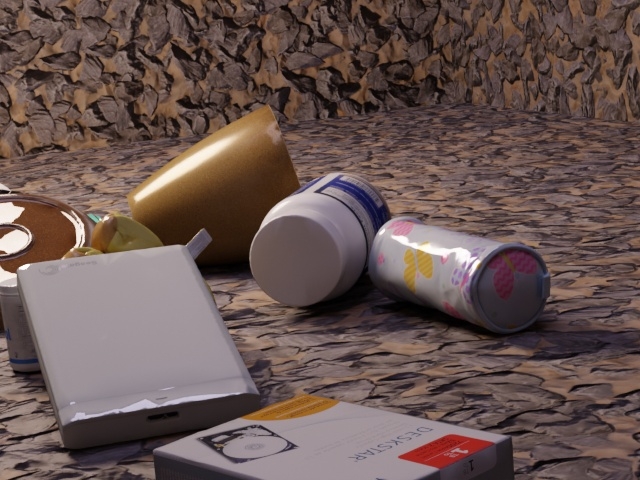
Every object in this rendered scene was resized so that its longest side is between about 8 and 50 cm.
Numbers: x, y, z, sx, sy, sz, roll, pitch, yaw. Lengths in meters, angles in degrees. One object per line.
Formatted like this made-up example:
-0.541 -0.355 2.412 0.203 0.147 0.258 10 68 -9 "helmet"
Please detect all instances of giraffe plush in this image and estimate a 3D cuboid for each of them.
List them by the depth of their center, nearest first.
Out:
-0.252 0.064 1.934 0.210 0.181 0.170 -28 2 -40 "giraffe plush"

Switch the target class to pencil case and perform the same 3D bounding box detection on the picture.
0.171 0.042 1.955 0.124 0.113 0.273 12 2 -28 "pencil case"

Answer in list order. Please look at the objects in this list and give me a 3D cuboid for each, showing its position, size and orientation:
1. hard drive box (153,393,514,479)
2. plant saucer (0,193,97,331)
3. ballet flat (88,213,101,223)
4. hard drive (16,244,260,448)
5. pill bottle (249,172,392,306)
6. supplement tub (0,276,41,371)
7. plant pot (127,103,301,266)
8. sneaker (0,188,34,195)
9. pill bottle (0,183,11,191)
0.011 0.202 1.238 0.232 0.089 0.181 7 16 43 "hard drive box"
-0.444 0.017 2.176 0.311 0.050 0.310 0 34 0 "plant saucer"
-0.355 0.010 2.421 0.087 0.083 0.247 -24 15 -19 "ballet flat"
-0.205 0.107 1.681 0.203 0.040 0.307 -7 32 -17 "hard drive"
0.000 0.000 2.127 0.153 0.153 0.265 -1 11 16 "pill bottle"
-0.345 0.098 1.860 0.071 0.107 0.071 -7 9 1 "supplement tub"
-0.159 -0.058 2.385 0.254 0.237 0.237 -19 12 -3 "plant pot"
-0.503 0.003 2.326 0.105 0.146 0.296 0 13 13 "sneaker"
-0.590 -0.017 2.450 0.152 0.152 0.272 0 12 23 "pill bottle"
